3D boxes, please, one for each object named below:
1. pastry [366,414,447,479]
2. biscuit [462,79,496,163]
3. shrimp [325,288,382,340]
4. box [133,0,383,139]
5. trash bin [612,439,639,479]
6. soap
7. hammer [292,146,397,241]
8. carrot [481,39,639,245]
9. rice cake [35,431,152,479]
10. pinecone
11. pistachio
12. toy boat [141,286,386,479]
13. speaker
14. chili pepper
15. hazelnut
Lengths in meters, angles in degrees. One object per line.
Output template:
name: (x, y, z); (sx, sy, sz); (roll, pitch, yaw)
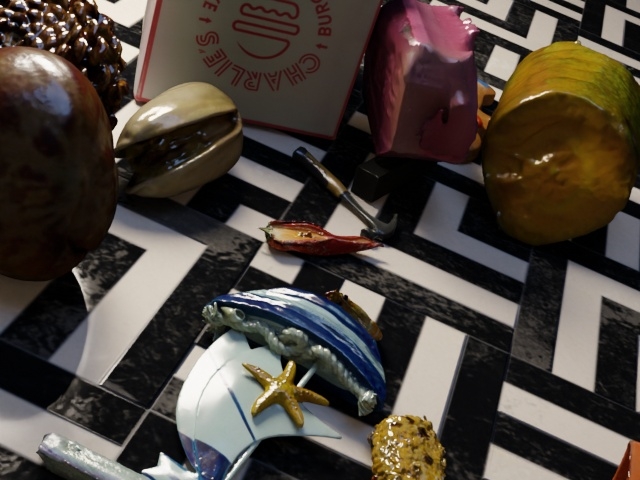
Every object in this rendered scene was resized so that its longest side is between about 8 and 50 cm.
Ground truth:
pastry: (0.085, 0.225, 0.927); (0.080, 0.056, 0.140); (20, 30, -24)
biscuit: (0.224, -0.228, 1.644); (0.205, 0.049, 0.324); (22, 36, -1)
shrimp: (0.027, 0.075, 1.089); (0.083, 0.023, 0.114); (40, -3, 43)
box: (-0.096, -0.377, 1.436); (0.314, 0.312, 0.300); (10, 35, -15)
trash bin: (0.379, 0.304, 0.896); (0.238, 0.184, 0.161); (16, 33, 12)
soap: (0.140, -0.225, 1.369); (0.127, 0.220, 0.325); (1, 35, -8)
hammer: (0.032, -0.068, 1.334); (0.078, 0.021, 0.201); (-14, 49, -41)
carrot: (0.376, -0.159, 1.462); (0.241, 0.241, 0.341); (26, 36, 7)
rice cake: (-0.154, 0.221, 0.822); (0.207, 0.033, 0.033); (26, 36, 7)
pinecone: (-0.338, -0.203, 1.167); (0.221, 0.221, 0.221); (14, 35, -10)
pistachio: (-0.180, -0.126, 1.216); (0.206, 0.131, 0.130); (-35, 104, -47)
toy boat: (-0.067, 0.162, 0.954); (0.220, 0.067, 0.291); (30, 46, 13)
speaker: (0.116, -0.109, 1.415); (0.040, 0.046, 0.191); (30, 35, 23)
chili pepper: (0.000, 0.000, 1.218); (0.178, 0.027, 0.045); (4, 42, -24)
hazelnut: (-0.308, -0.074, 0.967); (0.218, 0.234, 0.218); (-3, 21, 1)
